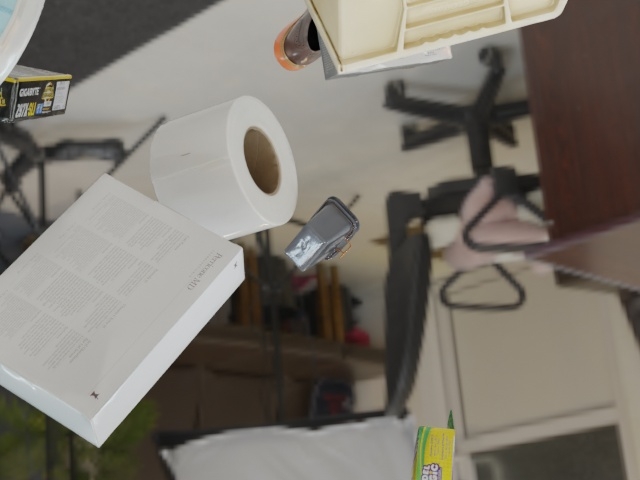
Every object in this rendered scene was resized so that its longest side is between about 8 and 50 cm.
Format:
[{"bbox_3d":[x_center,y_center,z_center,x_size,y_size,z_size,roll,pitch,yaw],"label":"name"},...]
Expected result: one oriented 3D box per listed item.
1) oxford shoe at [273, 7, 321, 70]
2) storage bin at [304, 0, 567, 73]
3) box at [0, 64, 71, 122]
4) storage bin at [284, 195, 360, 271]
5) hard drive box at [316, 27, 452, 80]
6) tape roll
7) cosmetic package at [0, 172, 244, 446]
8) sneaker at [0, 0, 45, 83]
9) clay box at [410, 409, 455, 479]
[{"bbox_3d":[0.030,-0.402,2.137,0.097,0.271,0.098,43,154,-23],"label":"oxford shoe"},{"bbox_3d":[0.099,-0.332,1.282,0.260,0.262,0.123,-15,141,-10],"label":"storage bin"},{"bbox_3d":[-0.602,-0.261,2.000,0.322,0.079,0.257,12,-168,6],"label":"box"},{"bbox_3d":[0.000,0.000,2.305,0.091,0.098,0.135,-37,172,-42],"label":"storage bin"},{"bbox_3d":[0.083,-0.366,1.820,0.181,0.232,0.089,-9,-176,-12],"label":"hard drive box"},{"bbox_3d":[-0.173,-0.125,2.241,0.169,0.246,0.246,-15,160,26],"label":"tape roll"},{"bbox_3d":[-0.341,0.098,1.926,0.284,0.377,0.097,27,147,21],"label":"cosmetic package"},{"bbox_3d":[-0.504,-0.230,1.583,0.150,0.366,0.135,43,167,-34],"label":"sneaker"},{"bbox_3d":[0.141,0.342,1.602,0.053,0.222,0.127,5,145,2],"label":"clay box"}]
